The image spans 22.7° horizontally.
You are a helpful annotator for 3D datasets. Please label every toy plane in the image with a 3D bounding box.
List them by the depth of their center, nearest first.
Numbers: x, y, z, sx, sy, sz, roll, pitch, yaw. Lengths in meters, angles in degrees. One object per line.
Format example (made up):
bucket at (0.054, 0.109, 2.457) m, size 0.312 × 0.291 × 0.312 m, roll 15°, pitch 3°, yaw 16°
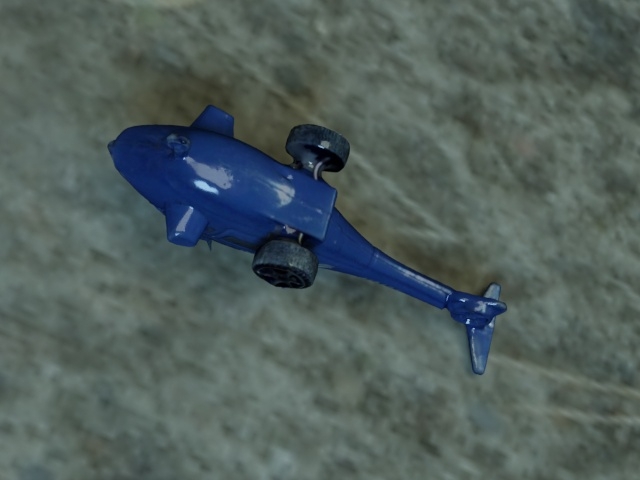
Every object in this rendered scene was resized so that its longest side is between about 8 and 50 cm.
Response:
toy plane at (0.000, 0.000, 0.551) m, size 0.167 × 0.062 × 0.054 m, roll 25°, pitch 67°, yaw -24°
